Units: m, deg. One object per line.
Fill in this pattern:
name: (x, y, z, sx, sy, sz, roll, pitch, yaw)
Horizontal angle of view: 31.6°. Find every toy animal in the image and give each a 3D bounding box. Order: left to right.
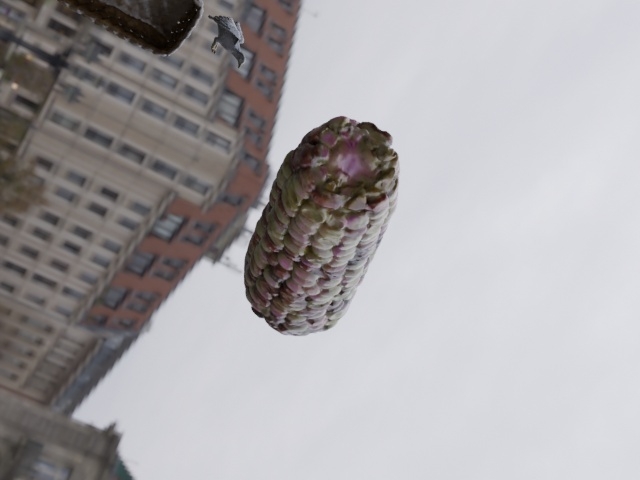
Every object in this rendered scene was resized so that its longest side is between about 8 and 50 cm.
toy animal: (-0.083, -0.175, 0.996, 0.084, 0.028, 0.050, -91, 172, -80)

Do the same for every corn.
corn: (0.000, 0.000, 0.798, 0.280, 0.092, 0.092, 117, -8, -69)

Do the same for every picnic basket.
picnic basket: (-0.250, -0.321, 1.451, 0.110, 0.193, 0.055, -48, -150, 26)
